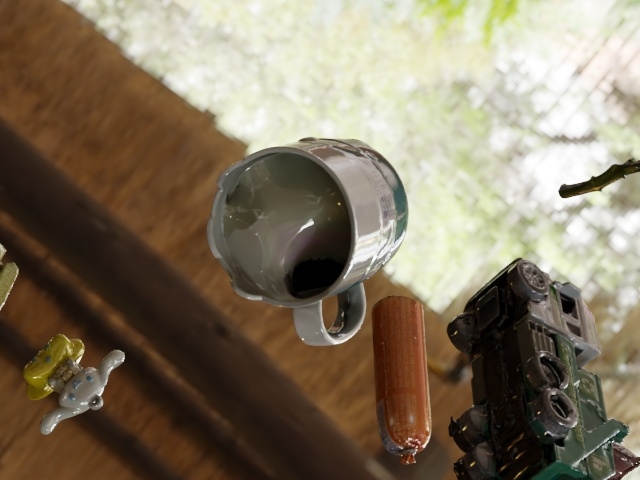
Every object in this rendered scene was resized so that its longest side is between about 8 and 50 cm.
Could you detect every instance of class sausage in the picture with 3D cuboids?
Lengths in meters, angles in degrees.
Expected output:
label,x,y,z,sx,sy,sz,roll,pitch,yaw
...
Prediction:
label,x,y,z,sx,sy,sz,roll,pitch,yaw
sausage,0.103,0.183,2.144,0.071,0.071,0.234,26,-135,-31

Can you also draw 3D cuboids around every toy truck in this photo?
label,x,y,z,sx,sy,sz,roll,pitch,yaw
toy truck,0.181,0.126,1.369,0.116,0.110,0.216,26,-141,-26

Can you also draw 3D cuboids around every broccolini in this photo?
label,x,y,z,sx,sy,sz,roll,pitch,yaw
broccolini,0.295,-0.070,1.649,0.042,0.044,0.218,8,172,-26

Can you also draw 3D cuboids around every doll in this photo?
label,x,y,z,sx,sy,sz,roll,pitch,yaw
doll,-0.321,0.188,2.138,0.113,0.135,0.071,11,151,19

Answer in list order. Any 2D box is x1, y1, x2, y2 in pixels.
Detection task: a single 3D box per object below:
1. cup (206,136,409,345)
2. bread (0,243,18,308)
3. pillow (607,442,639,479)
label,x,y,z,sx,sy,sz,roll,pitch,yaw
cup,0.000,0.000,2.334,0.258,0.219,0.289,-18,-79,-63
bread,-0.328,0.008,1.471,0.117,0.064,0.156,50,164,-29
pillow,0.360,0.285,2.226,0.118,0.043,0.185,25,159,3
